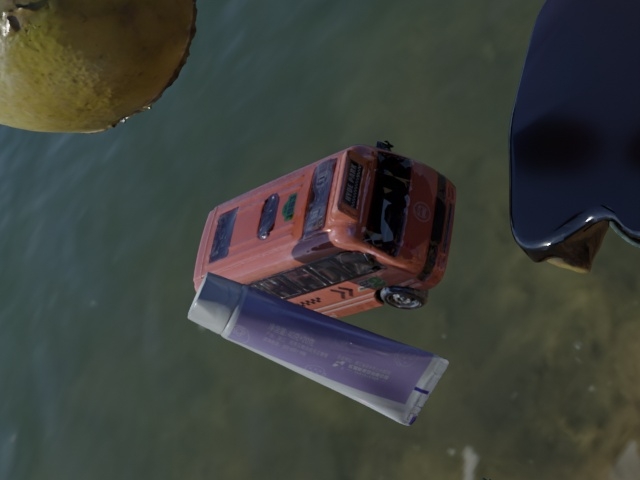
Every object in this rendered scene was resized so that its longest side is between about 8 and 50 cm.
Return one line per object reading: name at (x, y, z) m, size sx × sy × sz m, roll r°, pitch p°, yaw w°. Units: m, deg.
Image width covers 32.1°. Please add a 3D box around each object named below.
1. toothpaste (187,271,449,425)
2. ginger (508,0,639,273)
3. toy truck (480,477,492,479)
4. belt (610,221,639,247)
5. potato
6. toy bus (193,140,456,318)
toothpaste at (-0.007, 0.153, 1.588) m, size 0.080 × 0.371 × 0.125 m, roll -82°, pitch 18°, yaw -68°
ginger at (0.371, -0.143, 1.046) m, size 0.358 × 0.211 × 0.413 m, roll 4°, pitch 72°, yaw 60°
toy truck at (0.281, 0.412, 1.601) m, size 0.147 × 0.079 × 0.065 m, roll 37°, pitch 87°, yaw 22°
belt at (0.435, -0.095, 1.262) m, size 0.267 × 0.206 × 0.116 m, roll -16°, pitch 42°, yaw 4°
potato at (-0.434, -0.352, 1.616) m, size 0.442 × 0.319 × 0.385 m, roll -10°, pitch 89°, yaw 37°
toy bus at (0.000, 0.000, 1.751) m, size 0.427 × 0.233 × 0.203 m, roll -20°, pitch 51°, yaw 47°
